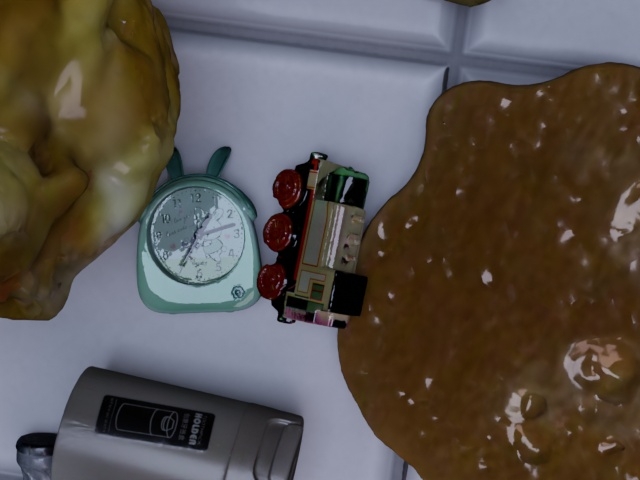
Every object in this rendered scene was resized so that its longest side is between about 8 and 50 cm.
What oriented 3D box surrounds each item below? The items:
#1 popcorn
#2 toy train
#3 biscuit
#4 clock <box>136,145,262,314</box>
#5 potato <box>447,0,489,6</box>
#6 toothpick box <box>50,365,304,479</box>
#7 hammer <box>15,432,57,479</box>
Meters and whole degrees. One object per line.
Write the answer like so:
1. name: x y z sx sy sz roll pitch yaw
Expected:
1. popcorn: -0.281 -0.101 0.852 0.354 0.390 0.344 31 82 -22
2. toy train: 0.000 0.000 0.988 0.087 0.050 0.138 9 87 42
3. biscuit: 0.204 0.056 0.947 0.385 0.062 0.365 24 102 22
4. clock: -0.097 -0.009 1.023 0.101 0.041 0.135 -1 95 5
5. potato: 0.095 -0.239 0.975 0.172 0.089 0.100 32 76 32
6. toothpick box: -0.110 0.172 1.008 0.180 0.111 0.111 13 97 5
7. hammer: -0.419 0.215 1.076 0.427 0.044 0.152 7 97 5
